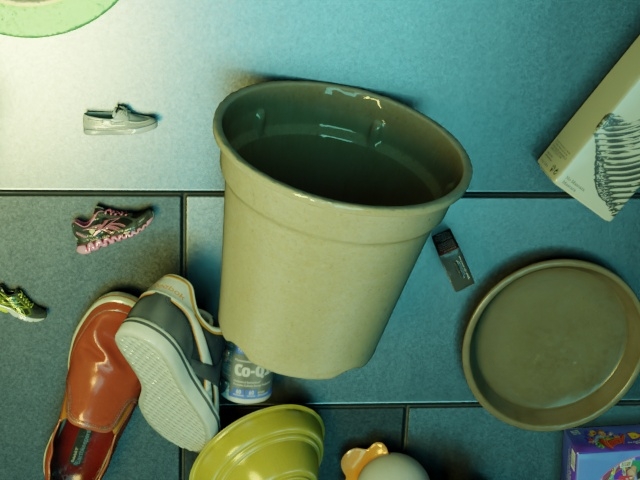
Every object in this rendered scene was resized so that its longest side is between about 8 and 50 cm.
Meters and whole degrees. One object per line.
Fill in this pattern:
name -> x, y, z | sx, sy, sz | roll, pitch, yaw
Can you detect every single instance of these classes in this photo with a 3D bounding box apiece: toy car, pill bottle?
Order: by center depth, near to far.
pill bottle -> -0.101, 0.155, 1.986 | 0.078, 0.078, 0.137 | 3, 111, -7
toy car -> 0.119, 0.408, 2.074 | 0.238, 0.219, 0.210 | 38, 105, 12

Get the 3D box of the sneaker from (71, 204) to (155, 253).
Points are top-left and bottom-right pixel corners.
sneaker -> -0.287, -0.025, 1.918 | 0.119, 0.047, 0.057 | -21, 100, 1

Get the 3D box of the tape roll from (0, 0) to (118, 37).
tape roll -> -0.363, -0.414, 1.724 | 0.321, 0.077, 0.321 | 0, 112, 0

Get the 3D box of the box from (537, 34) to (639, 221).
box -> 0.431, -0.171, 1.911 | 0.113, 0.094, 0.275 | 32, 105, -17

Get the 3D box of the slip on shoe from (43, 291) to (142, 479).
slip on shoe -> -0.315, 0.229, 1.979 | 0.123, 0.101, 0.331 | 18, 107, -11

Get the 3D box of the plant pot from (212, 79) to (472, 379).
plant pot -> 0.000, 0.000, 1.834 | 0.334, 0.333, 0.305 | 8, 121, -9

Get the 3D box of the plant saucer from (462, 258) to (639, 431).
plant saucer -> 0.342, 0.151, 2.055 | 0.278, 0.041, 0.277 | -2, 110, -6

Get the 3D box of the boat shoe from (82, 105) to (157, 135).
boat shoe -> -0.268, -0.162, 1.870 | 0.100, 0.035, 0.035 | -2, 114, 1

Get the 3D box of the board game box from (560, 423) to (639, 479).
board game box -> 0.491, 0.455, 2.167 | 0.233, 0.078, 0.347 | -2, 111, -5

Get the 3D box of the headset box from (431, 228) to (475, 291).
headset box -> 0.187, 0.029, 1.967 | 0.032, 0.083, 0.062 | -25, 111, 4

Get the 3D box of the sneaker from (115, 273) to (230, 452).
sneaker -> -0.187, 0.175, 1.943 | 0.126, 0.127, 0.321 | 18, 147, 18

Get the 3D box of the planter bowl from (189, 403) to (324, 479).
planter bowl -> -0.071, 0.343, 2.005 | 0.217, 0.090, 0.217 | -20, 138, -19

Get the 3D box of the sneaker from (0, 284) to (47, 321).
sneaker -> -0.420, 0.088, 1.949 | 0.083, 0.031, 0.035 | 19, 107, -13
